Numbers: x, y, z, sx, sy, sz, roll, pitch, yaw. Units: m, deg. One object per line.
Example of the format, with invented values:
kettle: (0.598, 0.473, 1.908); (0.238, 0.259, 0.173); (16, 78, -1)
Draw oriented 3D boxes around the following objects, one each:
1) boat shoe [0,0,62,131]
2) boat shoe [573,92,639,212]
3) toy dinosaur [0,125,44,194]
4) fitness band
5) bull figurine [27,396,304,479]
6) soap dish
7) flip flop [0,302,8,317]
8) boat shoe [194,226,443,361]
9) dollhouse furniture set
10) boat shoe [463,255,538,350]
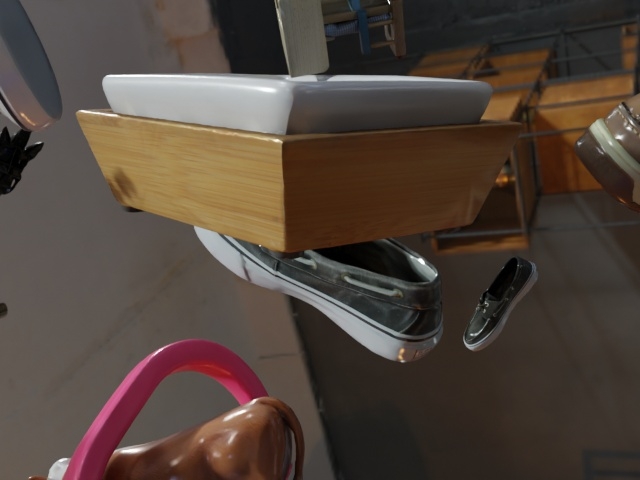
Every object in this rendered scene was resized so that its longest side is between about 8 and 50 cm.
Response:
boat shoe: (-0.431, -0.261, 0.901); (0.367, 0.156, 0.136); (61, -173, -18)
boat shoe: (0.291, -0.057, 0.610); (0.257, 0.095, 0.095); (5, -137, -47)
toy dinosaur: (-0.487, -0.132, 1.154); (0.164, 0.218, 0.322); (-15, -69, -27)
fitness band: (-0.140, 0.235, 0.865); (0.209, 0.054, 0.291); (44, -137, -15)
bull figurine: (-0.152, 0.271, 0.840); (0.101, 0.310, 0.188); (34, -147, -66)
soap dish: (-0.027, -0.073, 0.672); (0.229, 0.291, 0.118); (-9, -74, -39)
flip flop: (-0.500, 0.154, 1.155); (0.277, 0.112, 0.080); (-121, 19, -72)
boat shoe: (0.000, 0.000, 0.927); (0.121, 0.335, 0.119); (-34, -37, -45)
dollhouse furniture set: (0.024, -0.217, 0.832); (0.184, 0.129, 0.129); (-102, 2, -55)
boat shoe: (0.230, 0.081, 1.113); (0.040, 0.049, 0.142); (32, -84, -31)
